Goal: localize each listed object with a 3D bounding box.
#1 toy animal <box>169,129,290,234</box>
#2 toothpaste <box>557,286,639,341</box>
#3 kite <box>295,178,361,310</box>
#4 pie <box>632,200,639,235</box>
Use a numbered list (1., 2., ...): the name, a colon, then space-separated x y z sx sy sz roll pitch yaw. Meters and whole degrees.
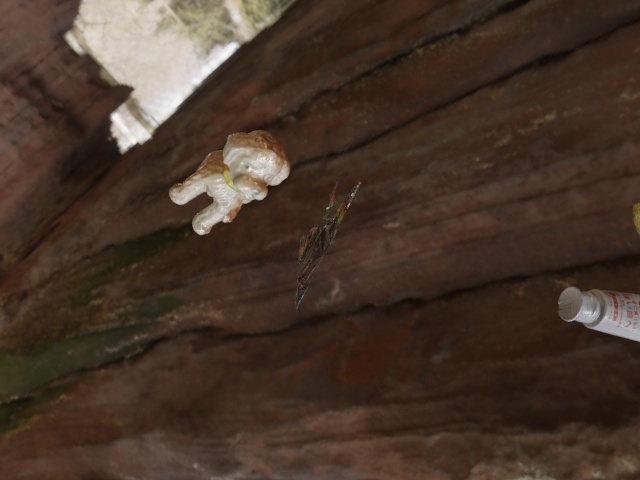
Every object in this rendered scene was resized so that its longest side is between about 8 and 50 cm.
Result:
1. toy animal: -0.100 -0.113 1.130 0.185 0.104 0.184 -38 -172 47
2. toothpaste: 0.465 0.114 1.197 0.057 0.234 0.089 -30 -127 60
3. kite: 0.000 0.000 0.473 0.122 0.004 0.090 134 -24 -63
4. pie: 0.488 -0.024 1.163 0.020 0.084 0.084 -24 -168 -11
